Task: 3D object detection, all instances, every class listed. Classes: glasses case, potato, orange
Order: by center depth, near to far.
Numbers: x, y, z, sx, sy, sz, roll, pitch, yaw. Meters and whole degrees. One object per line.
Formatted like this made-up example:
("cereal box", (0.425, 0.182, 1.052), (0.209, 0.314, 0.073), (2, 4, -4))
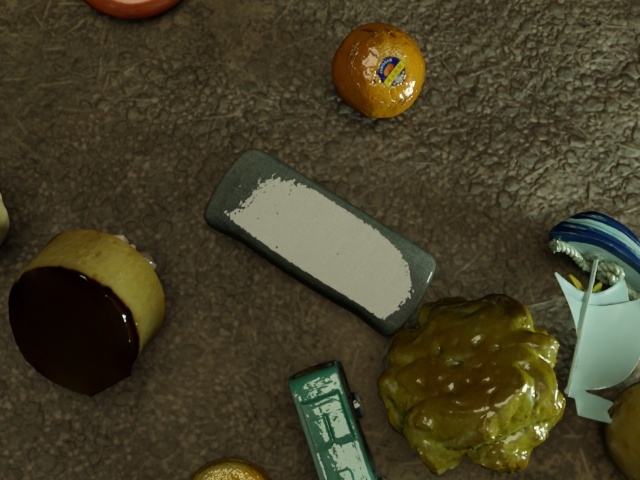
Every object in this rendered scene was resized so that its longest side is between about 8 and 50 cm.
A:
("potato", (0.453, 0.252, 1.192), (0.158, 0.178, 0.204), (16, 103, 17))
("glasses case", (0.000, 0.000, 1.267), (0.323, 0.074, 0.131), (32, 78, 5))
("orange", (0.081, -0.242, 1.299), (0.135, 0.117, 0.136), (-4, 106, -14))

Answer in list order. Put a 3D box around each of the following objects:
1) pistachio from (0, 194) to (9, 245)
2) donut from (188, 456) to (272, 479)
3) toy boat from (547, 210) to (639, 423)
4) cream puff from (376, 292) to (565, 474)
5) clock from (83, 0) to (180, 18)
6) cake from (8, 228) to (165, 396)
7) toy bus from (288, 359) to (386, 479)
("pistachio", (-0.556, -0.038, 1.203), (0.299, 0.187, 0.188), (-2, 78, 6))
("donut", (-0.122, 0.363, 1.199), (0.151, 0.058, 0.152), (1, 76, -2))
("toy boat", (0.377, 0.103, 1.203), (0.220, 0.067, 0.291), (31, 53, -15))
("cream puff", (0.192, 0.184, 1.171), (0.244, 0.244, 0.196), (-17, 110, -5))
("clock", (-0.280, -0.425, 1.359), (0.205, 0.051, 0.205), (1, 77, -2))
("cake", (-0.291, 0.076, 1.211), (0.185, 0.178, 0.208), (1, 112, 19))
("toy bus", (0.031, 0.287, 1.195), (0.091, 0.109, 0.262), (-20, 78, 1))
